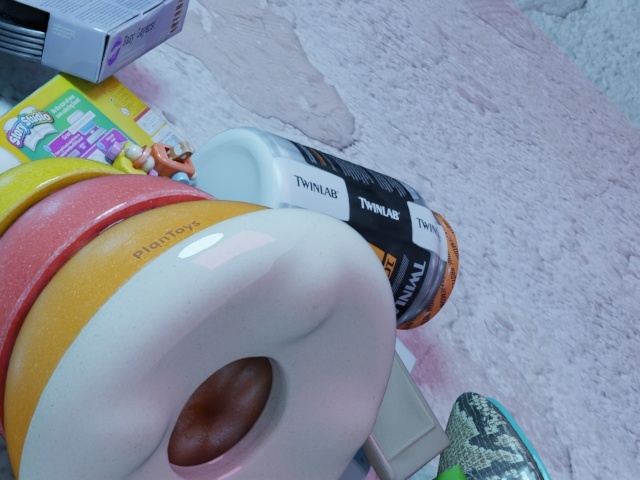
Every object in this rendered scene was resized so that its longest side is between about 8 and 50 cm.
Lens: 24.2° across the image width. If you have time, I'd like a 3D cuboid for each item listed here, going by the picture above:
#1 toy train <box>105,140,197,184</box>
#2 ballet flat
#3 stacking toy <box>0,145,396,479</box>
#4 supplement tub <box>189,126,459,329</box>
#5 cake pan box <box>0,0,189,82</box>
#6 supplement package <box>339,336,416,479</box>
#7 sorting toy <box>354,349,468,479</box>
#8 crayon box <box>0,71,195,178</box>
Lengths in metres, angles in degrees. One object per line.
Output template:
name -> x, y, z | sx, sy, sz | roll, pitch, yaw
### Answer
toy train -> -0.155, -0.057, 1.534 | 0.125, 0.046, 0.166 | 21, 36, -40
ballet flat -> 0.214, 0.375, 1.521 | 0.182, 0.164, 0.482 | -19, 63, -25
stacking toy -> -0.200, 0.039, 1.274 | 0.351, 0.350, 0.480 | 10, 22, -49
supplement tub -> 0.000, 0.000, 1.688 | 0.316, 0.193, 0.193 | 16, 38, -42
cake pan box -> -0.304, -0.274, 1.686 | 0.246, 0.070, 0.267 | 18, 25, 8
supplement package -> -0.016, 0.159, 1.495 | 0.134, 0.139, 0.244 | 49, 25, -8
sorting toy -> 0.038, 0.139, 1.396 | 0.347, 0.047, 0.196 | 59, 19, 6
crayon box -> -0.256, -0.079, 1.564 | 0.165, 0.081, 0.278 | 42, 27, -5
